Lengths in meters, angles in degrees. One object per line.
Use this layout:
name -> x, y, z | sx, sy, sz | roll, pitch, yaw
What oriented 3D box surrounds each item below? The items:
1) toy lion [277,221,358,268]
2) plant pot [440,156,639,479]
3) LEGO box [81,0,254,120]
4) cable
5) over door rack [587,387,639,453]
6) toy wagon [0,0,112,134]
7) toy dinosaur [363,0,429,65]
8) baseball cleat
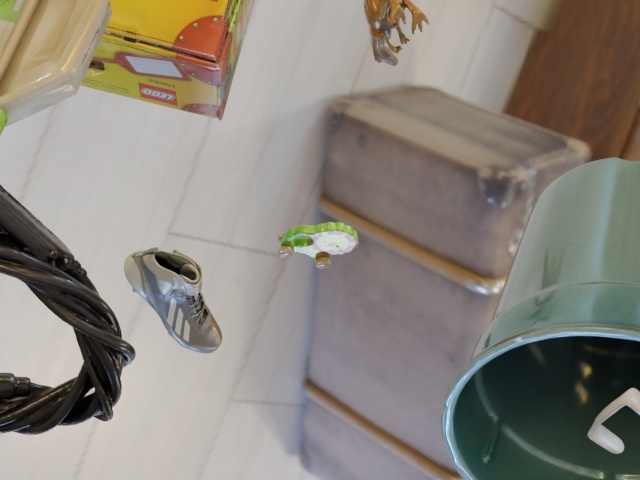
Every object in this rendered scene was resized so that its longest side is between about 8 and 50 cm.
toy lion -> 0.000, 0.000, 1.683 | 0.100, 0.096, 0.034 | 16, 55, -24
plant pot -> 0.331, 0.102, 1.280 | 0.334, 0.341, 0.341 | -68, 152, -45
LEGO box -> -0.328, -0.419, 1.583 | 0.193, 0.500, 0.372 | 106, -1, -73
cable -> -0.188, 0.049, 0.624 | 0.151, 0.047, 0.184 | -36, 115, 17
over door rack -> 0.309, 0.230, 0.770 | 0.239, 0.324, 0.108 | -44, 152, -49
toy wagon -> -0.397, -0.244, 1.207 | 0.068, 0.345, 0.267 | 87, 18, -62
toy dinosaur -> 0.074, -0.304, 1.468 | 0.064, 0.112, 0.211 | -28, 129, -28
baseball cleat -> -0.191, 0.089, 1.662 | 0.206, 0.109, 0.072 | 46, 46, -31
